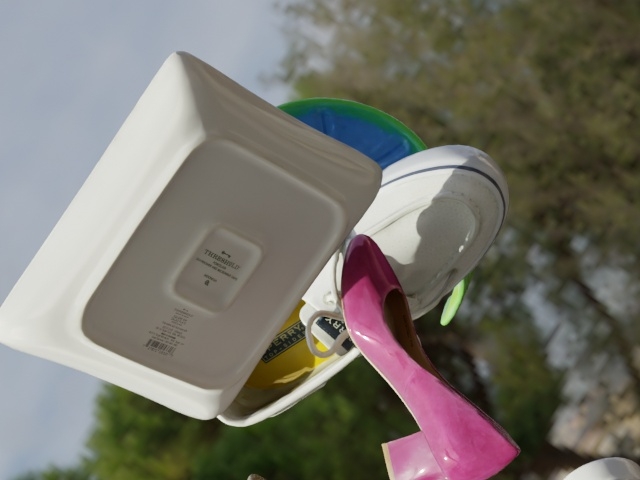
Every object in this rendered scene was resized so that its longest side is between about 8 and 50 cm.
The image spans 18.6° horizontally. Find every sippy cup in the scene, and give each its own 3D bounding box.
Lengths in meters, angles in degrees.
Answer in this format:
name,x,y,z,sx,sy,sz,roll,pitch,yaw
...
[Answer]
name,x,y,z,sx,sy,sz,roll,pitch,yaw
sippy cup,0.000,0.000,2.161,0.240,0.305,0.224,-23,-31,-28

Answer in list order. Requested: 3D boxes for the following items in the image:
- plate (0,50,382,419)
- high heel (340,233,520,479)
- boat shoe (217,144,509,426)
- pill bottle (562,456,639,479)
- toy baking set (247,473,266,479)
name,x,y,z,sx,sy,sz,roll,pitch,yaw
plate,-0.095,0.014,1.610,0.277,0.045,0.278,28,-80,-47
high heel,0.093,0.094,1.678,0.117,0.244,0.082,-23,-27,25
boat shoe,0.025,0.060,1.810,0.367,0.136,0.156,-35,21,26
pill bottle,0.262,0.276,1.616,0.112,0.112,0.187,-64,32,36
toy baking set,-0.036,0.296,1.379,0.197,0.030,0.256,-71,-31,-46
